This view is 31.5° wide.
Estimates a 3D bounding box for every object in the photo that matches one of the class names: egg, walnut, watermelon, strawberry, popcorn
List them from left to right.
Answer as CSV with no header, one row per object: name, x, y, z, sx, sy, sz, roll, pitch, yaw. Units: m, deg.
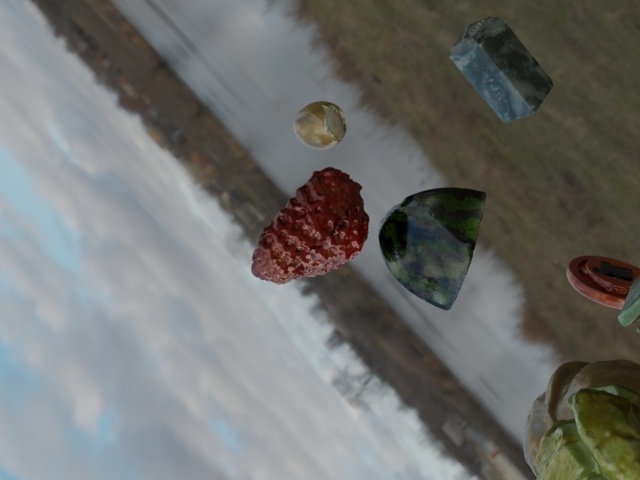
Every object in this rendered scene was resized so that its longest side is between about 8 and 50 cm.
egg,-0.004,-0.189,1.870,0.096,0.080,0.080,-1,145,40
strawberry,0.000,0.000,1.798,0.111,0.236,0.190,30,138,23
watermelon,0.187,-0.008,1.782,0.193,0.137,0.145,52,146,23
walnut,0.495,0.337,1.959,0.285,0.296,0.285,21,-130,-27
popcorn,0.446,0.333,1.651,0.276,0.226,0.276,12,-152,-7

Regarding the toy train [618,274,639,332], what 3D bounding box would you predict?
toy train,0.592,0.051,1.701,0.159,0.326,0.129,39,-140,3

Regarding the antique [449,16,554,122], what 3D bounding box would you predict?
antique,0.325,-0.314,2.060,0.183,0.086,0.088,46,152,-18

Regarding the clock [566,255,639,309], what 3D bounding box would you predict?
clock,0.630,0.086,2.436,0.205,0.051,0.205,10,-155,-5
